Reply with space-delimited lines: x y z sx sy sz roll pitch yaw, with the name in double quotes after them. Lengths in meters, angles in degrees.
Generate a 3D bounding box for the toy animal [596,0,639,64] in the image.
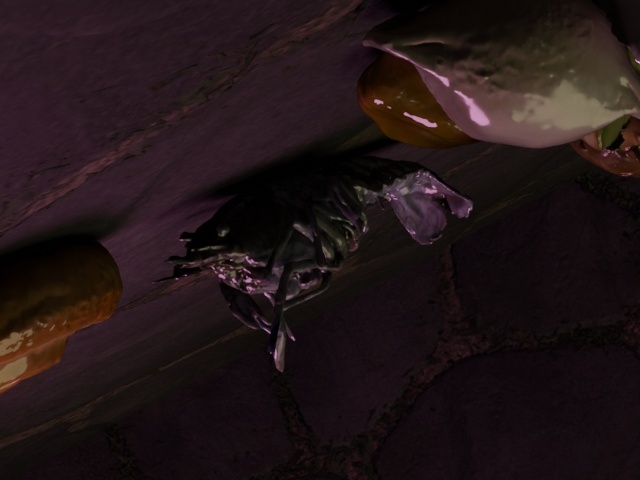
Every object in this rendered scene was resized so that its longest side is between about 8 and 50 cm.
0.314 -0.218 1.075 0.289 0.174 0.249 -26 161 3 "toy animal"

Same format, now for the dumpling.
0.140 -0.138 1.125 0.216 0.126 0.166 -12 -154 1 "dumpling"

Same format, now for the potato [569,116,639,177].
0.358 -0.144 1.658 0.192 0.141 0.296 -28 -169 4 "potato"

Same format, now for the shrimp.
-0.004 -0.002 1.548 0.221 0.166 0.410 -36 -179 42 "shrimp"

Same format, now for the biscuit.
-0.309 0.098 1.345 0.274 0.091 0.213 -28 175 22 "biscuit"

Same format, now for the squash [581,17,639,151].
0.319 -0.193 1.506 0.252 0.169 0.093 -24 128 -19 "squash"

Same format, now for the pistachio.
0.104 -0.120 1.258 0.189 0.100 0.110 -22 167 -47 "pistachio"
